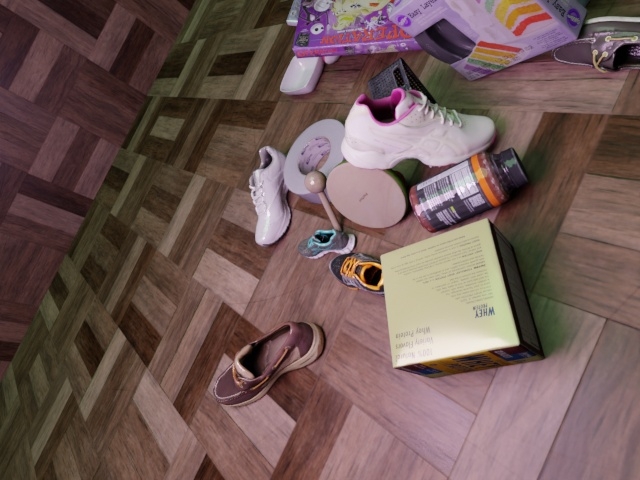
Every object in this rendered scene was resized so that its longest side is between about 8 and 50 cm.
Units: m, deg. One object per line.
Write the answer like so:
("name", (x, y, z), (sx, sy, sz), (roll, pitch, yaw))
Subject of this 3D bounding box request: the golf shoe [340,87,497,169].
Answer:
("golf shoe", (0.193, -0.214, 0.783), (0.306, 0.140, 0.115), (-8, 49, -7))

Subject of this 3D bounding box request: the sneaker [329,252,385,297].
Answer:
("sneaker", (0.091, 0.066, 0.886), (0.215, 0.083, 0.084), (13, 81, 47))

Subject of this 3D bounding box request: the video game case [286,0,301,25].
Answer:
("video game case", (0.009, -0.774, 1.360), (0.201, 0.023, 0.183), (14, 78, 18))

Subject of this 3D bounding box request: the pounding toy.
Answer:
("pounding toy", (0.098, -0.125, 0.939), (0.237, 0.183, 0.110), (-9, 39, 44))

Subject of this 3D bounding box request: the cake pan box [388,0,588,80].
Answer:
("cake pan box", (0.292, -0.419, 0.777), (0.267, 0.246, 0.070), (11, 76, 65))

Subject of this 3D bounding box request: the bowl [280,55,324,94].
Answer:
("bowl", (-0.052, -0.525, 1.334), (0.142, 0.053, 0.142), (15, 79, 46))

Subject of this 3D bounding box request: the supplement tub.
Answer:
("supplement tub", (0.275, -0.095, 0.781), (0.198, 0.106, 0.106), (-26, 54, 31))

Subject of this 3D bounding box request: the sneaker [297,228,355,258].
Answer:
("sneaker", (0.000, 0.000, 1.007), (0.167, 0.076, 0.065), (-13, 61, 39))

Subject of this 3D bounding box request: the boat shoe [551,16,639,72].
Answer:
("boat shoe", (0.502, -0.322, 0.699), (0.228, 0.081, 0.068), (15, 77, 43))

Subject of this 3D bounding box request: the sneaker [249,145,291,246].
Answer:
("sneaker", (-0.151, -0.127, 1.173), (0.111, 0.129, 0.297), (-11, 64, 37))

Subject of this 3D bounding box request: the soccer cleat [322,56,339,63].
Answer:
("soccer cleat", (0.106, -0.677, 1.224), (0.143, 0.116, 0.331), (21, 101, 9))

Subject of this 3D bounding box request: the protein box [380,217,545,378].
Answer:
("protein box", (0.228, 0.106, 0.700), (0.200, 0.136, 0.201), (-23, 55, 33))

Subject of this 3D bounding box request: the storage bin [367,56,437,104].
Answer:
("storage bin", (0.190, -0.280, 0.895), (0.084, 0.180, 0.122), (-28, 52, 29))

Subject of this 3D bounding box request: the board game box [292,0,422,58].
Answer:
("board game box", (0.107, -0.597, 1.116), (0.347, 0.056, 0.208), (4, 81, 17))

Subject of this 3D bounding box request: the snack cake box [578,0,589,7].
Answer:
("snack cake box", (0.427, -0.542, 0.745), (0.152, 0.264, 0.089), (-56, 44, 6))

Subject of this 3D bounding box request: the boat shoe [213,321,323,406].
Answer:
("boat shoe", (-0.153, 0.284, 0.973), (0.342, 0.123, 0.123), (-34, 50, 26))

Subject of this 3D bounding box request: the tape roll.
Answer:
("tape roll", (0.004, -0.208, 1.111), (0.219, 0.072, 0.219), (-20, 58, 35))
